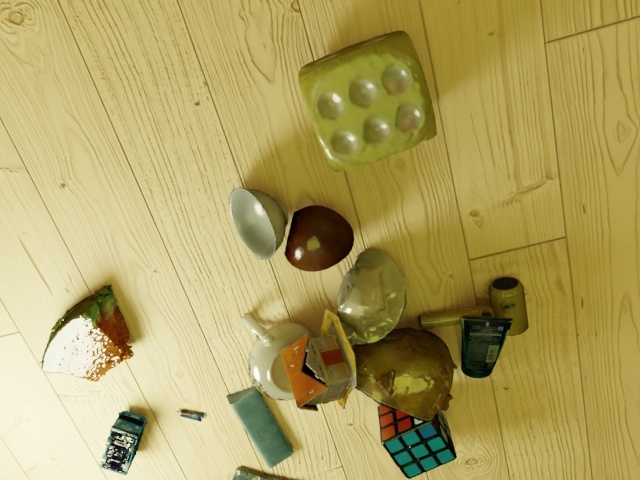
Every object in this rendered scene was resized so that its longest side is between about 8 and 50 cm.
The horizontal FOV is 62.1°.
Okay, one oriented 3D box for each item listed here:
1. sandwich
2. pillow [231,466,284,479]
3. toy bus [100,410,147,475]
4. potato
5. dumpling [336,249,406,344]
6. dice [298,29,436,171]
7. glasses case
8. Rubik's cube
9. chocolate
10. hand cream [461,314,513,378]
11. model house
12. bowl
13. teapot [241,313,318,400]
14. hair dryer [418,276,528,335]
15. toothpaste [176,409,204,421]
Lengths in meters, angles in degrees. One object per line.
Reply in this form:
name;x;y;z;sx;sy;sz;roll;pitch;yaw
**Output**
sandwich;-0.636;0.278;1.444;0.292;0.109;0.212;-29;109;12
pillow;-0.174;0.831;1.716;0.256;0.034;0.188;16;113;-6
toy bus;-0.585;0.599;1.584;0.090;0.106;0.184;22;118;-4
potato;0.209;0.310;1.383;0.300;0.246;0.196;26;98;-14
dumpling;0.128;0.144;1.328;0.173;0.142;0.247;15;81;10
dice;0.098;-0.292;1.114;0.238;0.233;0.226;-19;111;9
glasses case;-0.181;0.563;1.589;0.105;0.056;0.266;-21;112;11
Rubik's cube;0.272;0.544;1.517;0.161;0.163;0.162;-30;106;13
chocolate;0.000;0.000;1.287;0.177;0.176;0.176;0;114;1
hand cream;0.423;0.276;1.392;0.120;0.061;0.270;3;140;11
model house;-0.019;0.295;1.295;0.136;0.219;0.207;-8;141;-21
bowl;-0.135;-0.054;1.286;0.086;0.189;0.188;-29;117;-33
teapot;-0.104;0.310;1.439;0.208;0.166;0.299;-38;99;-2
hair dryer;0.398;0.186;1.405;0.279;0.090;0.134;-10;114;12
toothpaste;-0.391;0.524;1.596;0.083;0.019;0.027;15;89;-6
